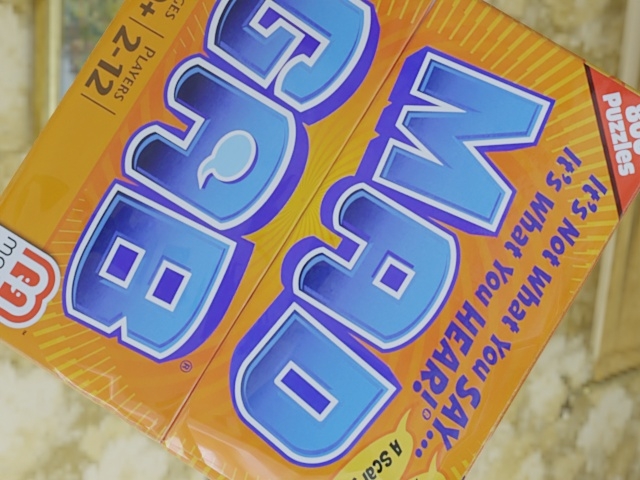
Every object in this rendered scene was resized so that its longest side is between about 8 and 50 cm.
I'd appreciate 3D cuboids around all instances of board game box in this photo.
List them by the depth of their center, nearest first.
[{"bbox_3d":[0.000,0.000,1.150,0.356,0.356,0.356,32,176,6],"label":"board game box"}]
